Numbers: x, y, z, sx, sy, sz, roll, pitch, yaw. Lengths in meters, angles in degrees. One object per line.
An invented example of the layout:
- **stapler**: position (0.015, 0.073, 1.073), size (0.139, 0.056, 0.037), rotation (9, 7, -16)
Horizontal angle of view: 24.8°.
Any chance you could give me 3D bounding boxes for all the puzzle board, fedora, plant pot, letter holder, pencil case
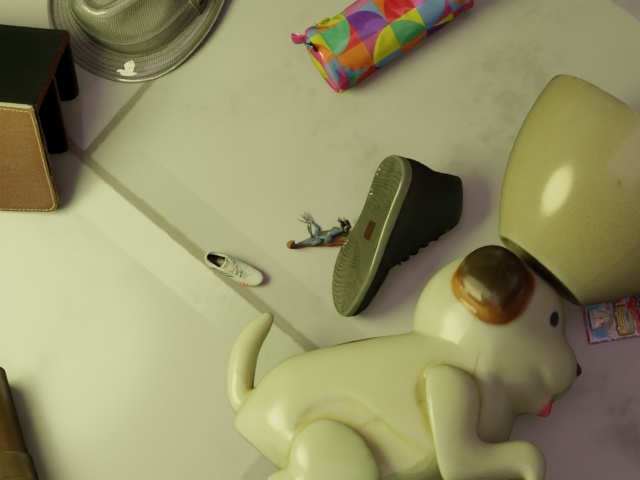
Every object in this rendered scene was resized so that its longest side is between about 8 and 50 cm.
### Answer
- **puzzle board**: position (0.380, 0.063, 1.861), size (0.096, 0.011, 0.128), rotation (-9, 79, 4)
- **fedora**: position (-0.253, -0.359, 1.941), size (0.243, 0.124, 0.275), rotation (34, 85, 11)
- **plant pot**: position (0.326, -0.033, 1.745), size (0.284, 0.284, 0.191), rotation (41, 87, 11)
- **letter holder**: position (-0.484, -0.165, 1.933), size (0.302, 0.214, 0.152), rotation (6, 49, 8)
- **plant pot**: position (-0.449, 0.253, 1.845), size (0.167, 0.167, 0.165), rotation (-17, 71, 3)
- **pencil case**: position (0.085, -0.291, 1.910), size (0.236, 0.104, 0.104), rotation (-31, 79, -2)

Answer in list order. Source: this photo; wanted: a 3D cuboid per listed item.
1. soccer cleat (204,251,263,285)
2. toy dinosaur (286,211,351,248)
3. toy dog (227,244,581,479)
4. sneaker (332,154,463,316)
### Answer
- **soccer cleat**: position (-0.115, 0.036, 1.903), size (0.083, 0.035, 0.029), rotation (25, 83, 10)
- **toy dinosaur**: position (0.000, 0.000, 1.897), size (0.082, 0.047, 0.090), rotation (-38, 89, 17)
- **toy dog**: position (0.126, 0.190, 1.761), size (0.408, 0.284, 0.395), rotation (-38, 58, -3)
- **sneaker**: position (0.103, 0.007, 1.866), size (0.118, 0.083, 0.222), rotation (14, 109, -33)
